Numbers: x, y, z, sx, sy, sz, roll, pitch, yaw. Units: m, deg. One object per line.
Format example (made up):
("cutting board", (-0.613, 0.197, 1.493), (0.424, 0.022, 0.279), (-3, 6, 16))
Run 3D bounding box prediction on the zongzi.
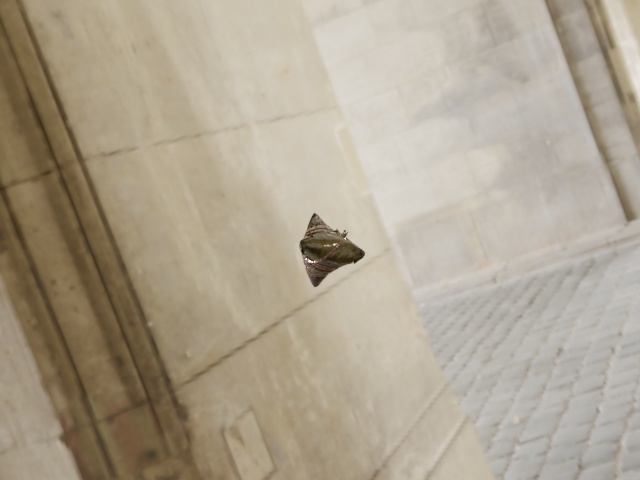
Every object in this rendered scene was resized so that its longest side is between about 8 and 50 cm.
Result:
("zongzi", (0.000, 0.000, 1.001), (0.067, 0.073, 0.083), (2, -22, -17))
